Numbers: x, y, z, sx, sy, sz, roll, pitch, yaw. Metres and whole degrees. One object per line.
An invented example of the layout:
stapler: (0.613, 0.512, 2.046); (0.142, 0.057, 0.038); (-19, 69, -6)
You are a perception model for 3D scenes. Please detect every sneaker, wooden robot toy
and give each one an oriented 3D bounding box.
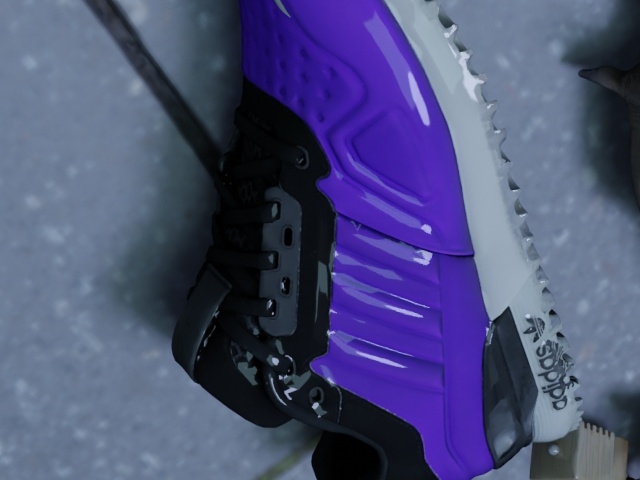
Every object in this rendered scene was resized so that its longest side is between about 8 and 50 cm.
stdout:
sneaker: (0.000, 0.001, 0.669); (0.146, 0.102, 0.293); (-28, 121, -7)
wooden robot toy: (0.171, 0.095, 0.818); (0.173, 0.076, 0.079); (14, 73, -26)

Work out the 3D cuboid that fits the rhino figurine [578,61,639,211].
rhino figurine: (0.191, -0.030, 0.749); (0.106, 0.073, 0.243); (-39, 120, -5)
